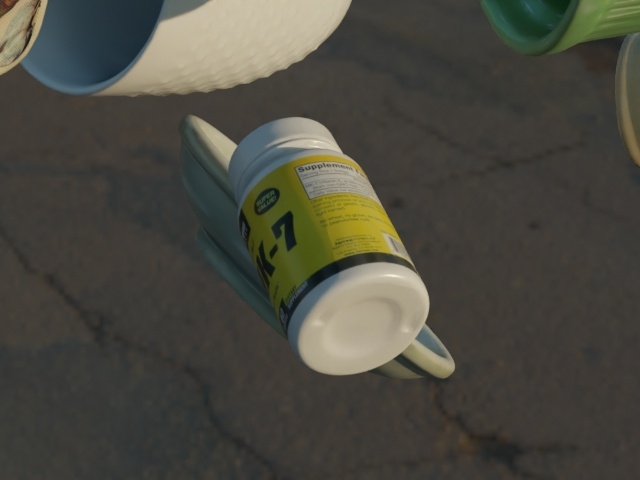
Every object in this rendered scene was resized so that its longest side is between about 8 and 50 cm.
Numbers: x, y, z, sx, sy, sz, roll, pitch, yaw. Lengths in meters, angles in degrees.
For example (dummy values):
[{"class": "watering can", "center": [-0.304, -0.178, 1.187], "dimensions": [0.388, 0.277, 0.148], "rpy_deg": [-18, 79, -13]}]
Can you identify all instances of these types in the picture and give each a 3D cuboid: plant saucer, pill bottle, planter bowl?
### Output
[{"class": "plant saucer", "center": [-0.029, 0.032, 1.883], "dimensions": [0.400, 0.100, 0.400], "rpy_deg": [44, 4, -4]}, {"class": "pill bottle", "center": [0.000, 0.000, 1.441], "dimensions": [0.119, 0.119, 0.208], "rpy_deg": [-7, 45, -20]}, {"class": "planter bowl", "center": [0.419, -0.165, 2.006], "dimensions": [0.109, 0.162, 0.162], "rpy_deg": [-1, 20, 30]}]

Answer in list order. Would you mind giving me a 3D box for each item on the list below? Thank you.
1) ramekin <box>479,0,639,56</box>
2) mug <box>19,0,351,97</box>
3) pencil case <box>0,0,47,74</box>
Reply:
[{"class": "ramekin", "center": [0.221, -0.300, 1.349], "dimensions": [0.148, 0.303, 0.303], "rpy_deg": [-6, 25, -14]}, {"class": "mug", "center": [-0.092, -0.290, 1.750], "dimensions": [0.374, 0.276, 0.328], "rpy_deg": [-6, 1, 41]}, {"class": "pencil case", "center": [-0.412, -0.234, 1.294], "dimensions": [0.410, 0.160, 0.183], "rpy_deg": [11, 14, 2]}]
